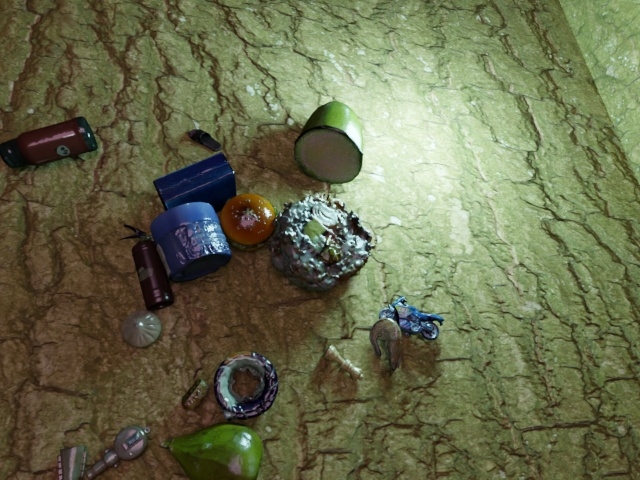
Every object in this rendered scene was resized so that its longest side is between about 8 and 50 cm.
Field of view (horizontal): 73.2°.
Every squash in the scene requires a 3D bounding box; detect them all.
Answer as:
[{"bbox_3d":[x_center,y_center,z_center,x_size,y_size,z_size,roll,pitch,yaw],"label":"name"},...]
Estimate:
[{"bbox_3d":[0.071,-0.457,1.889,0.310,0.310,0.309,21,53,0],"label":"squash"}]

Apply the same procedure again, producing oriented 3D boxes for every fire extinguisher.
[{"bbox_3d":[-0.660,0.089,1.617,0.138,0.102,0.344,-8,68,-41],"label":"fire extinguisher"}]

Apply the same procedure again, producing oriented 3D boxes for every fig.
[{"bbox_3d":[-0.327,0.673,1.382,0.314,0.233,0.233,39,68,12],"label":"fig"}]

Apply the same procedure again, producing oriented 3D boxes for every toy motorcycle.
[{"bbox_3d":[0.361,0.303,1.705,0.254,0.092,0.136,20,66,2],"label":"toy motorcycle"}]

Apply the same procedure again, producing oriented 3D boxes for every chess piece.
[{"bbox_3d":[0.090,0.464,1.620,0.172,0.060,0.060,37,68,4],"label":"chess piece"}]

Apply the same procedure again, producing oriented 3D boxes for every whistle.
[{"bbox_3d":[-0.659,0.692,1.410,0.220,0.057,0.107,-35,78,-18],"label":"whistle"}]

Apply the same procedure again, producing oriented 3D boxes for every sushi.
[{"bbox_3d":[-0.004,0.000,1.699,0.417,0.176,0.417,7,72,-21],"label":"sushi"}]

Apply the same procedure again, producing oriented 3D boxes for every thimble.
[{"bbox_3d":[-0.263,0.508,1.496,0.237,0.150,0.237,3,70,-9],"label":"thimble"}]

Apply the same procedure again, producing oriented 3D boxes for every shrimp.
[{"bbox_3d":[0.250,0.409,1.654,0.126,0.047,0.223,-3,85,23],"label":"shrimp"}]

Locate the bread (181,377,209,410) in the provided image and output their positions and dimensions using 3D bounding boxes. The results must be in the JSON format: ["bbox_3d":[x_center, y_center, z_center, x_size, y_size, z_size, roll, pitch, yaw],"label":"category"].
[{"bbox_3d":[-0.437,0.541,1.503,0.066,0.060,0.110,30,65,20],"label":"bread"}]

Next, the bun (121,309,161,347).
[{"bbox_3d":[-0.648,0.311,1.546,0.138,0.094,0.138,2,65,-5],"label":"bun"}]

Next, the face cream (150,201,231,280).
[{"bbox_3d":[-0.478,0.012,1.608,0.249,0.249,0.225,-22,77,-16],"label":"face cream"}]

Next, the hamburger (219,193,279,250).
[{"bbox_3d":[-0.285,-0.085,1.718,0.246,0.170,0.246,2,70,-6],"label":"hamburger"}]

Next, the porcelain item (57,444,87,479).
[{"bbox_3d":[-0.787,0.768,1.360,0.084,0.054,0.213,-6,69,-8],"label":"porcelain item"}]

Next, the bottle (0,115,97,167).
[{"bbox_3d":[-1.093,-0.385,1.726,0.336,0.144,0.144,-21,73,-16],"label":"bottle"}]

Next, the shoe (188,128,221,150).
[{"bbox_3d":[-0.508,-0.451,1.896,0.159,0.053,0.062,33,71,2],"label":"shoe"}]

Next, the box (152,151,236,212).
[{"bbox_3d":[-0.477,-0.187,1.678,0.279,0.261,0.116,-28,77,-18],"label":"box"}]
